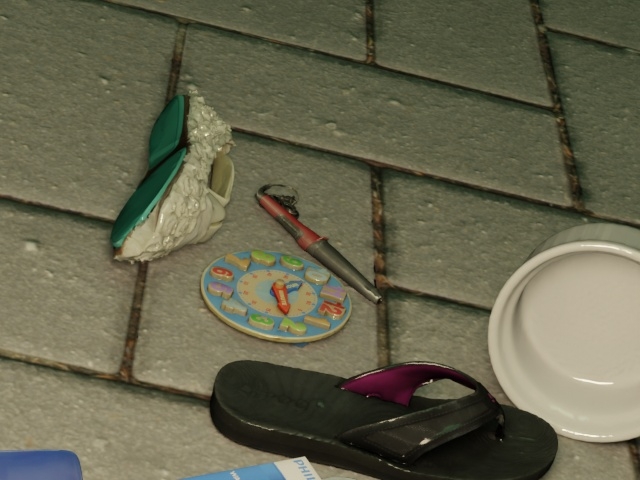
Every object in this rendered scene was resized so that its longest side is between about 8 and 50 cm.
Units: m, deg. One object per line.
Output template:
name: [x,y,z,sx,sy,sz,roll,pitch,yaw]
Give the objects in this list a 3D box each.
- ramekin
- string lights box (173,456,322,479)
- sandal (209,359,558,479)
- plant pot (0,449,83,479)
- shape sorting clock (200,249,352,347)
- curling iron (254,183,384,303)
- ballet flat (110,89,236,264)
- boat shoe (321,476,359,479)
ramekin: [0.365,0.110,2.283,0.277,0.277,0.135,22,25,7]
string lights box: [-0.123,0.318,1.846,0.260,0.133,0.077,-6,38,-33]
sandal: [0.091,0.212,2.138,0.446,0.107,0.167,10,33,-13]
plant pot: [-0.335,0.346,1.620,0.236,0.236,0.212,1,42,-24]
shape sorting clock: [-0.058,0.070,2.344,0.206,0.040,0.206,13,32,-8]
curling iron: [0.000,0.000,2.484,0.068,0.035,0.274,-13,43,-39]
ballet flat: [-0.182,-0.077,2.435,0.147,0.147,0.409,16,32,-3]
boat shoe: [0.080,0.315,2.029,0.183,0.065,0.083,11,-2,17]
